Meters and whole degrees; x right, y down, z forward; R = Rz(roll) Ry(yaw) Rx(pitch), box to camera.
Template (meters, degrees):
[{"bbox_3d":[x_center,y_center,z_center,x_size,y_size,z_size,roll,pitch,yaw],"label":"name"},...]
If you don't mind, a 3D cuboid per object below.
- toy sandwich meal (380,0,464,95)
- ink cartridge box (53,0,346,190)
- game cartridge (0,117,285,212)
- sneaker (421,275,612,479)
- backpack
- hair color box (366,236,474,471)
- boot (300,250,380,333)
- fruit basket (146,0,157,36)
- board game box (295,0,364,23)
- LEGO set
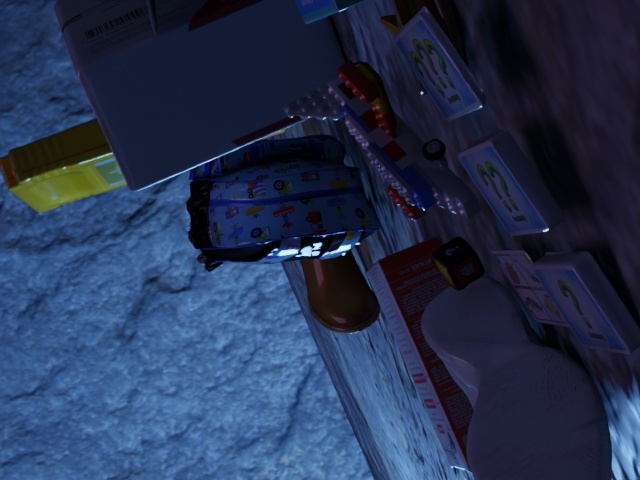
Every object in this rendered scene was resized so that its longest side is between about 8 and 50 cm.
[{"bbox_3d":[0.050,-0.115,0.808,0.085,0.029,0.085,157,90,-85],"label":"toy sandwich meal"},{"bbox_3d":[-0.107,-0.164,1.299,0.273,0.197,0.114,-123,11,-66],"label":"ink cartridge box"},{"bbox_3d":[-0.192,-0.112,1.755,0.285,0.324,0.052,121,128,-85],"label":"game cartridge"},{"bbox_3d":[0.124,0.106,0.870,0.094,0.080,0.212,56,-172,-31],"label":"sneaker"},{"bbox_3d":[-0.031,-0.036,1.396,0.173,0.158,0.116,176,88,-71],"label":"backpack"},{"bbox_3d":[0.093,0.086,1.156,0.093,0.053,0.167,122,126,-83],"label":"hair color box"},{"bbox_3d":[0.000,0.000,1.698,0.197,0.073,0.152,-123,15,-50],"label":"boot"},{"bbox_3d":[-0.144,-0.382,1.165,0.353,0.165,0.327,-87,-9,-48],"label":"fruit basket"},{"bbox_3d":[-0.021,-0.235,0.908,0.160,0.047,0.210,-147,33,-81],"label":"board game box"},{"bbox_3d":[0.064,-0.016,0.795,0.182,0.060,0.244,56,174,-4],"label":"LEGO set"}]
